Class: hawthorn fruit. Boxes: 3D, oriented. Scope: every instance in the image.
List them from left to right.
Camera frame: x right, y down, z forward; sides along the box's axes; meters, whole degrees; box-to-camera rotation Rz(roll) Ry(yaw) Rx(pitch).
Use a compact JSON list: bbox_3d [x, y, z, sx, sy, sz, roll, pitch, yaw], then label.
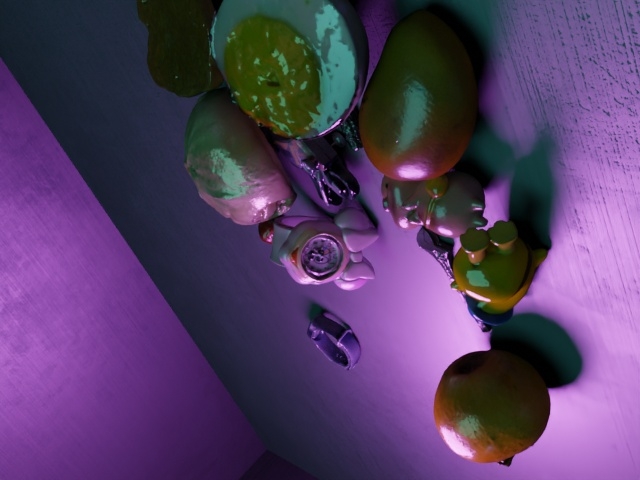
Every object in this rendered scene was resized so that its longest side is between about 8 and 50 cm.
[{"bbox_3d":[-0.138,-0.035,2.202,0.093,0.093,0.093,35,151,23],"label":"hawthorn fruit"}]

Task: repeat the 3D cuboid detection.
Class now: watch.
[{"bbox_3d":[0.000,0.000,1.936,0.217,0.249,0.210,-132,44,-67],"label":"watch"},{"bbox_3d":[0.046,0.321,2.440,0.193,0.068,0.206,38,156,10],"label":"watch"}]

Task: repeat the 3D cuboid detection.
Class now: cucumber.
[{"bbox_3d":[0.036,-0.303,1.611,0.044,0.043,0.256,4,131,47],"label":"cucumber"}]

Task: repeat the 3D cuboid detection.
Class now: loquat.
[{"bbox_3d":[0.397,0.395,1.795,0.275,0.275,0.274,35,151,23],"label":"loquat"}]

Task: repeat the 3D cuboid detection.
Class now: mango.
[{"bbox_3d":[0.175,-0.244,1.356,0.211,0.173,0.317,34,139,27],"label":"mango"}]

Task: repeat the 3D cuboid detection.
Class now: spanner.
[{"bbox_3d":[0.313,0.095,1.775,0.093,0.026,0.325,3,132,56],"label":"spanner"}]

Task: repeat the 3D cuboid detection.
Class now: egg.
[{"bbox_3d":[-0.027,-0.362,1.443,0.337,0.201,0.336,18,125,28],"label":"egg"}]

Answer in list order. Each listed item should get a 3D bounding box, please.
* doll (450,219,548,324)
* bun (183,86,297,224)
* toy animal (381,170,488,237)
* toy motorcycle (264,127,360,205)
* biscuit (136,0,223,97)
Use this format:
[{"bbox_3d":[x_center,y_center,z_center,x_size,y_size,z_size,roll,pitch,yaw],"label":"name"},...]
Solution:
[{"bbox_3d":[0.360,0.073,1.543,0.363,0.200,0.145,58,-160,-59],"label":"doll"},{"bbox_3d":[-0.222,-0.185,1.872,0.364,0.202,0.364,58,173,11],"label":"bun"},{"bbox_3d":[0.225,-0.086,1.526,0.248,0.149,0.165,31,135,43],"label":"toy animal"},{"bbox_3d":[-0.028,-0.208,1.779,0.307,0.108,0.173,50,162,-9],"label":"toy motorcycle"},{"bbox_3d":[-0.331,-0.490,1.803,0.351,0.057,0.311,-5,104,56],"label":"biscuit"}]
